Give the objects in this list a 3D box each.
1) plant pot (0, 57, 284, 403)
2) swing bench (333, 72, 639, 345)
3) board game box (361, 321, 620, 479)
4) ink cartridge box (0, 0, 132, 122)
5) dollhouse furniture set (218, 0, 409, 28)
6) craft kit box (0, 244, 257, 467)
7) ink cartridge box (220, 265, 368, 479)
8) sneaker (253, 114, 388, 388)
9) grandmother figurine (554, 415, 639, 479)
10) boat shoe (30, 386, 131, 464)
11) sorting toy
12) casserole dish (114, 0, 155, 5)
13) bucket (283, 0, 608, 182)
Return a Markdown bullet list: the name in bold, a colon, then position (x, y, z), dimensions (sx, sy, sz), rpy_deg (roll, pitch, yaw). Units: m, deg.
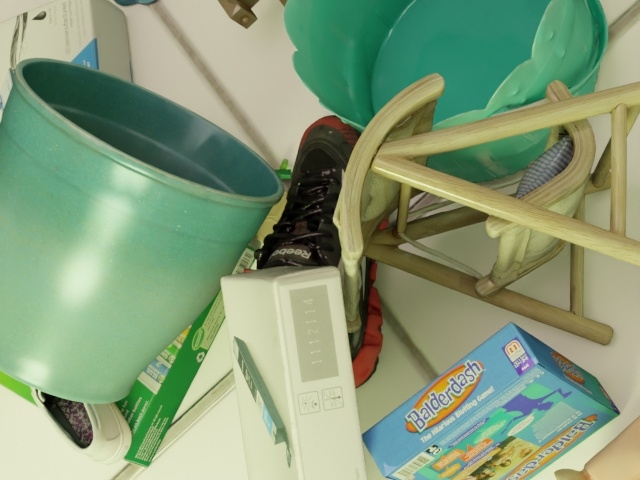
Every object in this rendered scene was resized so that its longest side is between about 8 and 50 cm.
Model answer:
- **plant pot**: position (-0.211, 0.003, 1.649), dimensions (0.272, 0.272, 0.255), rpy_deg (37, 106, 32)
- **swing bench**: position (0.139, -0.024, 1.478), dimensions (0.255, 0.253, 0.165), rpy_deg (3, 73, 1)
- **board game box**: position (0.148, 0.156, 1.487), dimensions (0.160, 0.210, 0.047), rpy_deg (-38, 60, 12)
- **ink cartridge box**: position (-0.304, -0.172, 1.909), dimensions (0.191, 0.082, 0.139), rpy_deg (-17, 67, 21)
- **dollhouse furniture set**: position (-0.027, -0.257, 1.748), dimensions (0.144, 0.151, 0.123), rpy_deg (-41, 60, 12)
- **craft kit box**: position (-0.220, 0.068, 1.805), dimensions (0.247, 0.061, 0.250), rpy_deg (25, 86, 34)
- **ink cartridge box**: position (-0.036, 0.172, 1.521), dimensions (0.261, 0.066, 0.296), rpy_deg (178, 84, -69)
- **sneaker**: position (0.000, 0.000, 1.661), dimensions (0.098, 0.135, 0.276), rpy_deg (-8, 69, 28)
- **grandmother figurine**: position (0.356, 0.124, 1.456), dimensions (0.342, 0.104, 0.208), rpy_deg (-40, 48, 9)
- **boat shoe**: position (-0.257, 0.146, 1.730), dimensions (0.066, 0.063, 0.184), rpy_deg (-40, 61, 12)
- **sorting toy**: position (-0.046, -0.040, 1.769), dimensions (0.062, 0.012, 0.083), rpy_deg (36, 96, 37)
- **casserole dish**: position (-0.211, -0.348, 1.942), dimensions (0.114, 0.037, 0.188), rpy_deg (-27, 63, 18)
- **bucket**: position (0.122, -0.195, 1.623), dimensions (0.281, 0.183, 0.281), rpy_deg (-9, 68, 23)
